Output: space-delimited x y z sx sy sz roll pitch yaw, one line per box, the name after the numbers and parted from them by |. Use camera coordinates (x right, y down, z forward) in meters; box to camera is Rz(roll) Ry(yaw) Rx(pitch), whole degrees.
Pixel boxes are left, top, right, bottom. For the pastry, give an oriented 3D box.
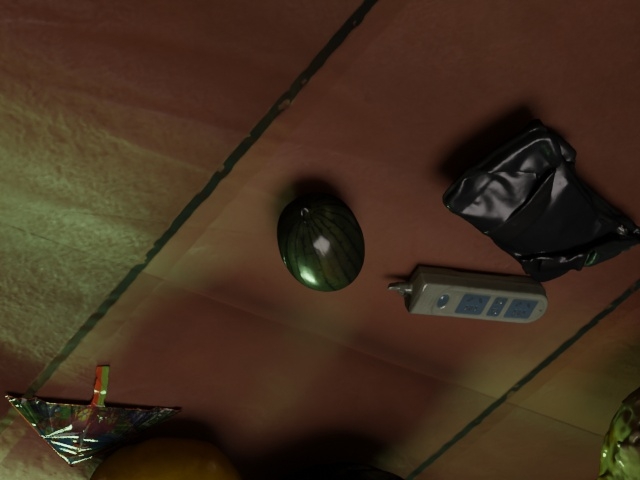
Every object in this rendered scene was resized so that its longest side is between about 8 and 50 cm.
0.423 0.235 1.429 0.256 0.170 0.237 -8 147 -49 | pastry

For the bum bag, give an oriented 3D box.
0.217 -0.023 1.181 0.123 0.060 0.248 -36 134 18 | bum bag

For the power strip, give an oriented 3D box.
0.154 0.056 1.264 0.191 0.030 0.047 6 132 -23 | power strip

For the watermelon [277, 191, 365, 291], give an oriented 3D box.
0.000 0.000 1.127 0.078 0.078 0.110 -18 135 2 | watermelon

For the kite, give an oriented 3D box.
-0.241 0.185 1.291 0.190 0.010 0.159 9 130 -27 | kite

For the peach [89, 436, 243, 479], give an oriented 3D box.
-0.166 0.289 1.339 0.179 0.103 0.179 -2 129 -2 | peach

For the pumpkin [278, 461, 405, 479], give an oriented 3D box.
-0.006 0.397 1.363 0.296 0.296 0.296 -9 136 -8 | pumpkin
